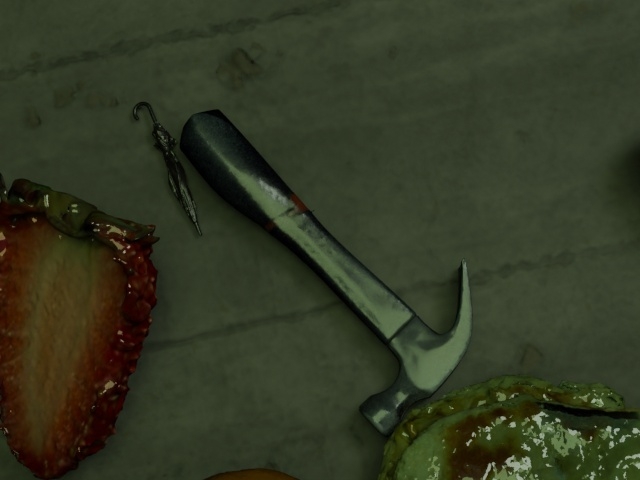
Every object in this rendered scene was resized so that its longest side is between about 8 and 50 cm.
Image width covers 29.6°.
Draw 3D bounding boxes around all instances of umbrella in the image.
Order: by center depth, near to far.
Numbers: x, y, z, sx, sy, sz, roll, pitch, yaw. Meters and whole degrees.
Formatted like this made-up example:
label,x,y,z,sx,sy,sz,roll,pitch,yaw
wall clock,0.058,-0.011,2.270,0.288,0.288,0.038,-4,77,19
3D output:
label,x,y,z,sx,sy,sz,roll,pitch,yaw
umbrella,-0.117,-0.060,0.965,0.022,0.013,0.122,-30,79,8

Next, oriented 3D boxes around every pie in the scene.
label,x,y,z,sx,sy,sz,roll,pitch,yaw
pie,0.159,0.192,0.860,0.248,0.090,0.201,-3,76,-3

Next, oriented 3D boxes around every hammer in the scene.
label,x,y,z,sx,sy,sz,roll,pitch,yaw
hammer,0.000,0.000,0.935,0.137,0.037,0.290,-43,80,-7

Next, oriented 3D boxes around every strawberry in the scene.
label,x,y,z,sx,sy,sz,roll,pitch,yaw
strawberry,-0.192,0.061,0.917,0.167,0.087,0.208,25,105,27

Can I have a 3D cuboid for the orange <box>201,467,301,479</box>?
label,x,y,z,sx,sy,sz,roll,pitch,yaw
orange,-0.050,0.236,0.842,0.156,0.124,0.156,0,90,-10
